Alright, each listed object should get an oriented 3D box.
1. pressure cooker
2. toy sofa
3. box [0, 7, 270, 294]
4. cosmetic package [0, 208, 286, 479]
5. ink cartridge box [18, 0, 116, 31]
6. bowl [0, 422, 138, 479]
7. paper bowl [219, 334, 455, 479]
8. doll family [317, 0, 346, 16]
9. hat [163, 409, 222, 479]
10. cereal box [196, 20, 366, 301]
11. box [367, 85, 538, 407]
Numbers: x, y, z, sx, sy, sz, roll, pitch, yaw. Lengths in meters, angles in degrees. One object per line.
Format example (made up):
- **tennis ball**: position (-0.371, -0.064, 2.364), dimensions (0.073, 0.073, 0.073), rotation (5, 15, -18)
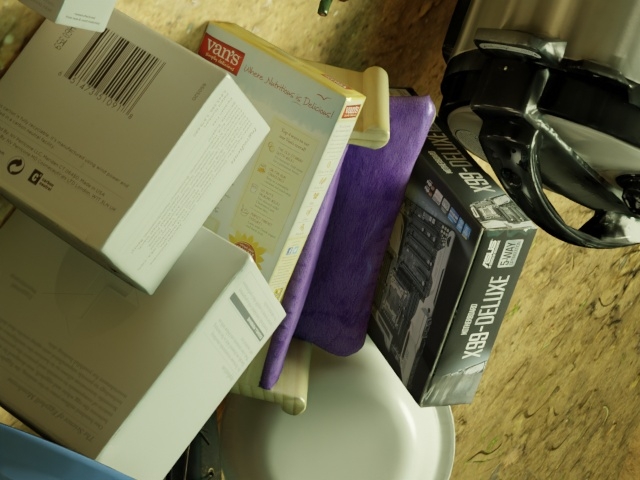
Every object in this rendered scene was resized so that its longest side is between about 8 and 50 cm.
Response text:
- **pressure cooker**: position (0.333, -0.204, 1.872), dimensions (0.375, 0.370, 0.420), rotation (148, -37, -79)
- **toy sofa**: position (0.000, 0.000, 1.732), dimensions (0.150, 0.177, 0.362), rotation (-84, -171, -61)
- **box**: position (-0.175, -0.084, 1.361), dimensions (0.182, 0.181, 0.119), rotation (-55, 155, -8)
- **cosmetic package**: position (-0.194, 0.076, 1.456), dimensions (0.224, 0.224, 0.138), rotation (-52, 154, -14)
- **ink cartridge box**: position (-0.190, -0.250, 1.229), dimensions (0.063, 0.109, 0.150), rotation (1, 117, -58)
- **bowl**: position (-0.228, 0.241, 1.409), dimensions (0.391, 0.391, 0.077), rotation (61, 48, -62)
- **paper bowl**: position (0.020, 0.240, 1.945), dimensions (0.284, 0.284, 0.148), rotation (-59, 180, 1)
- **doll family**: position (0.014, -0.319, 1.582), dimensions (0.111, 0.076, 0.193), rotation (5, 111, -58)
- **hat**: position (-0.193, 0.269, 1.744), dimensions (0.331, 0.134, 0.331), rotation (-1, 90, -83)
- **cereal box**: position (-0.075, -0.070, 1.576), dimensions (0.047, 0.173, 0.240), rotation (-7, 125, -60)
- **box**: position (0.108, 0.001, 1.849), dimensions (0.077, 0.307, 0.242), rotation (-1, 125, -28)
